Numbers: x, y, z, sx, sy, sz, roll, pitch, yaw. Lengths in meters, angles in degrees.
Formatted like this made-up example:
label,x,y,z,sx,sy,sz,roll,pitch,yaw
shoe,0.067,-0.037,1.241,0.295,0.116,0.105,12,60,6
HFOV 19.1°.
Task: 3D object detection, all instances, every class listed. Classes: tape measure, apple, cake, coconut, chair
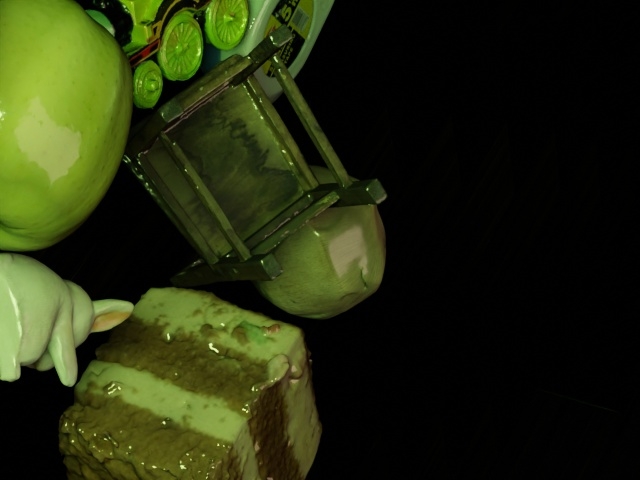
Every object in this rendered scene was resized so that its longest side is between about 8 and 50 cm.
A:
label,x,y,z,sx,sy,sz,roll,pitch,yaw
tape measure,-0.101,-0.224,2.483,0.351,0.098,0.215,-67,158,-3
apple,-0.314,-0.126,1.893,0.279,0.279,0.279,-43,141,-49
cake,-0.158,0.251,2.440,0.290,0.256,0.282,-52,148,-34
coconut,0.000,0.000,2.656,0.224,0.224,0.224,-43,141,-49
chair,-0.120,-0.091,2.351,0.203,0.416,0.240,-38,101,-18

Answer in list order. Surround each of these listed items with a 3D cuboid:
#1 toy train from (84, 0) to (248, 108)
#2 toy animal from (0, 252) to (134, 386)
label,x,y,z,sx,sy,sz,roll,pitch,yaw
toy train,-0.193,-0.263,2.254,0.296,0.100,0.160,-44,135,-46
toy animal,-0.318,0.099,2.150,0.282,0.141,0.138,33,72,-66
